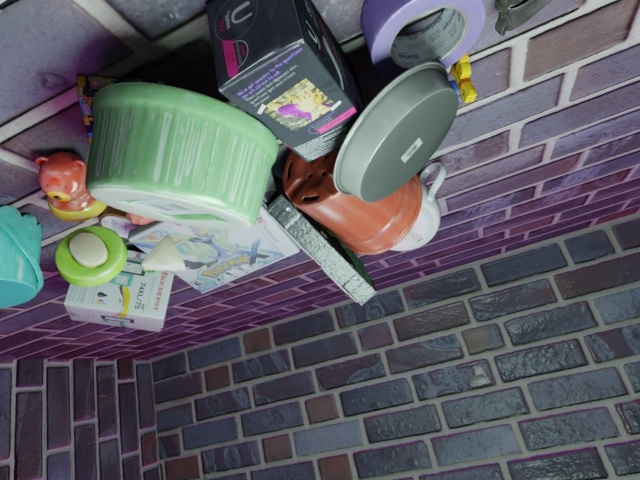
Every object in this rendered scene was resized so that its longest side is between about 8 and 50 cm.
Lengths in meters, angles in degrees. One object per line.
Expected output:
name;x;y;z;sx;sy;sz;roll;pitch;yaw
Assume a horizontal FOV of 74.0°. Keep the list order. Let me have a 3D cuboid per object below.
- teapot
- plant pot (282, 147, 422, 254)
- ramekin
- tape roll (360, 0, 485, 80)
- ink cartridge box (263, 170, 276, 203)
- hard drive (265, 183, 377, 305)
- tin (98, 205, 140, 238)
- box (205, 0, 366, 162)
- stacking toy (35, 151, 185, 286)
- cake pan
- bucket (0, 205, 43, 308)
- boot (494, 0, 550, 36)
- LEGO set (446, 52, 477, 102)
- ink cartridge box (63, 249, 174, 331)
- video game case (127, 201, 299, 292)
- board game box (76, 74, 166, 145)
teapot;0.250;-0.108;1.308;0.255;0.187;0.253;0;135;11
plant pot;0.067;-0.129;1.035;0.272;0.273;0.265;-25;150;30
ramekin;-0.230;-0.116;0.710;0.302;0.149;0.303;9;171;1
tape roll;0.166;-0.361;0.704;0.188;0.080;0.189;-12;160;-5
ink cartridge box;-0.167;-0.136;1.084;0.052;0.089;0.122;-1;157;-34
hard drive;0.000;0.000;1.114;0.064;0.339;0.237;-43;-167;9
tin;-0.468;-0.036;1.089;0.189;0.040;0.106;15;148;-15
box;-0.039;-0.269;0.692;0.143;0.166;0.270;-21;158;20
stacking toy;-0.411;-0.067;0.864;0.308;0.280;0.130;-7;148;-14
cake pan;0.150;-0.184;0.794;0.293;0.054;0.293;-37;158;-17
bucket;-0.822;0.049;1.023;0.280;0.183;0.281;-12;160;-4
boot;0.338;-0.441;0.610;0.263;0.091;0.228;-41;160;32
LEGO set;0.270;-0.310;0.884;0.086;0.093;0.227;-12;160;-3
ink cartridge box;-0.608;0.153;1.321;0.269;0.199;0.197;13;153;-18
video game case;-0.263;0.005;1.106;0.328;0.036;0.300;-23;140;13
board game box;-0.357;-0.224;0.784;0.140;0.048;0.170;-7;159;-24
